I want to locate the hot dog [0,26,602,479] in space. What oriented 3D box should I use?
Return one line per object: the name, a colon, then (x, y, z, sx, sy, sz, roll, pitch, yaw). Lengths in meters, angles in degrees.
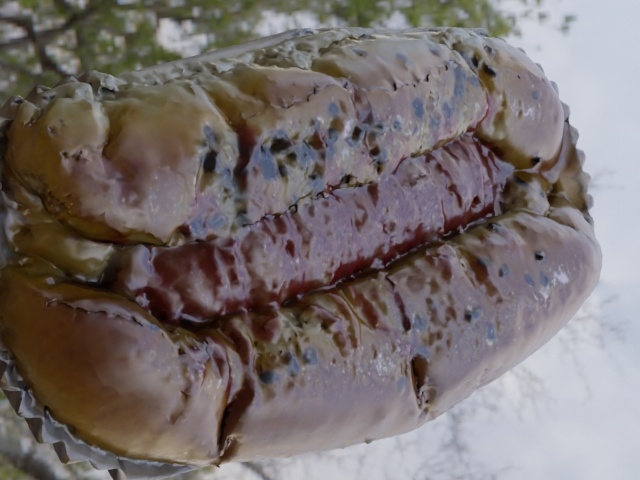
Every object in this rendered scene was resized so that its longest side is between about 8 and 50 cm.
hot dog: (0.000, 0.000, 0.464, 0.075, 0.268, 0.144, -11, -88, 49)
